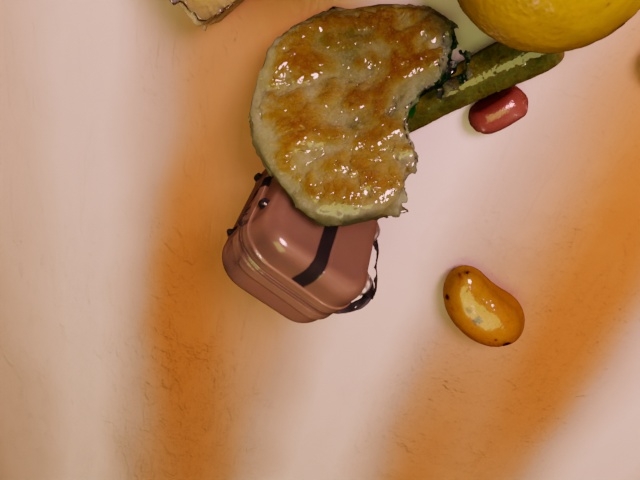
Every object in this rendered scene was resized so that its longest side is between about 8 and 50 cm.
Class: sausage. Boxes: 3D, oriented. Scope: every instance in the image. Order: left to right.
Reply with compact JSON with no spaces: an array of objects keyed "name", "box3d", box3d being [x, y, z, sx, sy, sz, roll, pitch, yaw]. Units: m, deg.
[{"name":"sausage","box3d":[0.281,-0.203,0.879,0.094,0.059,0.054,-28,123,22]}]

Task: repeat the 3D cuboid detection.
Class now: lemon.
[{"name":"lemon","box3d":[0.295,-0.341,0.683,0.219,0.240,0.240,47,120,-5]}]

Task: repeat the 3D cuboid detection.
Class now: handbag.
[{"name":"handbag","box3d":[0.000,0.000,0.934,0.149,0.302,0.283,-34,114,32]}]

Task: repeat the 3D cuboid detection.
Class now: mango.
[{"name":"mango","box3d":[0.303,0.129,1.057,0.178,0.090,0.115,37,112,-6]}]

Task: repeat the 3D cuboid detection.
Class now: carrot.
[{"name":"carrot","box3d":[0.199,-0.232,0.880,0.358,0.074,0.074,-22,113,27]}]

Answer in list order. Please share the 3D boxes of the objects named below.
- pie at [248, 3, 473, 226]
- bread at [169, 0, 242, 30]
[{"name":"pie","box3d":[0.044,-0.199,0.815,0.296,0.078,0.371,22,80,10]},{"name":"bread","box3d":[-0.210,-0.452,0.819,0.178,0.142,0.266,-41,107,-12]}]
